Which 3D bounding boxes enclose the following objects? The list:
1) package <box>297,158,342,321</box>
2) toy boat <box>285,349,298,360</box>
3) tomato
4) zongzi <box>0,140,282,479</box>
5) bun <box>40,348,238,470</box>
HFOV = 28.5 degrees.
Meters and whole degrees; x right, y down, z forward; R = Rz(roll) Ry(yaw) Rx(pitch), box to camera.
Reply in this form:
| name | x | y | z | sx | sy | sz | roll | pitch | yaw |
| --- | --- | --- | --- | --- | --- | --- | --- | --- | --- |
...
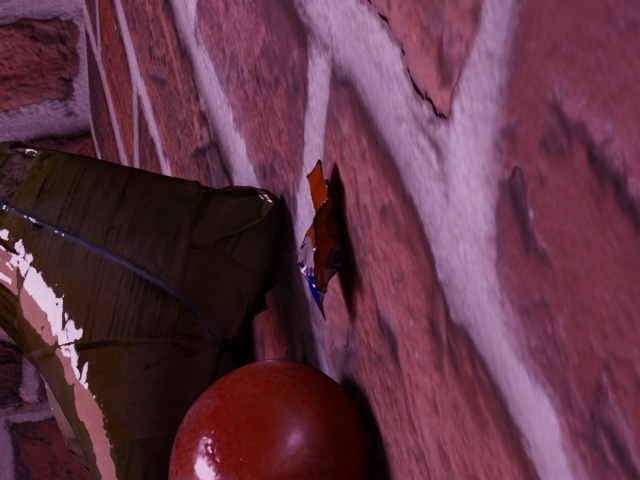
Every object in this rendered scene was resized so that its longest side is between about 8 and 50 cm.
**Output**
| name | x | y | z | sx | sy | sz | roll | pitch | yaw |
| --- | --- | --- | --- | --- | --- | --- | --- | --- | --- |
| package | 0.001 | 0.000 | 0.944 | 0.077 | 0.033 | 0.111 | 61 | -154 | -60 |
| toy boat | -0.022 | 0.158 | 1.132 | 0.096 | 0.034 | 0.122 | 177 | 94 | -76 |
| tomato | -0.041 | 0.173 | 0.960 | 0.167 | 0.167 | 0.167 | 173 | 90 | -76 |
| zongzi | -0.228 | 0.087 | 1.075 | 0.160 | 0.323 | 0.360 | 86 | -163 | -53 |
| bun | -0.200 | 0.095 | 1.439 | 0.360 | 0.211 | 0.360 | 171 | 90 | -87 |
